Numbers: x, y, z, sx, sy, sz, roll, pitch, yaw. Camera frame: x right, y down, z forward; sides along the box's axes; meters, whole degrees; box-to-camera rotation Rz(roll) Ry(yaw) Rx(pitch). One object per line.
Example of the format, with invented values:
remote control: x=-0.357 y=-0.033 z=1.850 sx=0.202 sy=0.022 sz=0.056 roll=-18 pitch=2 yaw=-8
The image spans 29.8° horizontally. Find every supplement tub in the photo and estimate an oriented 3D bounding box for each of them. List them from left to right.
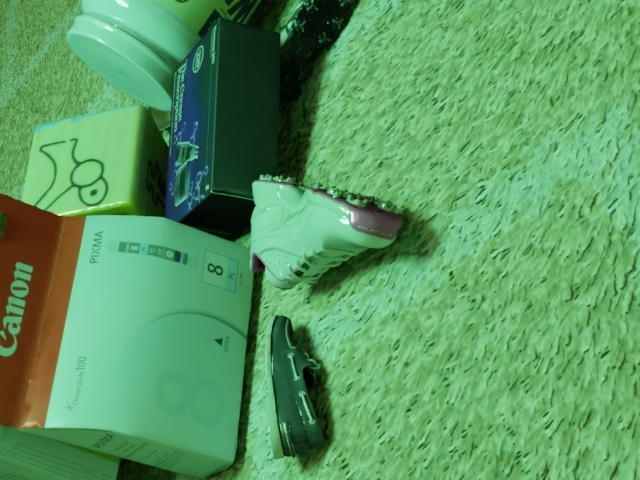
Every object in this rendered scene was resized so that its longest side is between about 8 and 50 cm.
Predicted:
supplement tub: x=-0.224 y=-0.390 z=1.882 sx=0.325 sy=0.235 sz=0.235 roll=-58 pitch=29 yaw=-13

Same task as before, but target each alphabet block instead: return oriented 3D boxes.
alphabet block: x=-0.323 y=-0.059 z=1.816 sx=0.192 sy=0.193 sz=0.197 roll=-10 pitch=51 yaw=14

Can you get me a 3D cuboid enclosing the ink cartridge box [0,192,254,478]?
ink cartridge box: x=-0.274 y=0.098 z=1.495 sx=0.091 sy=0.385 sz=0.308 roll=-38 pitch=39 yaw=48

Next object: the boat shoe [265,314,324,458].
boat shoe: x=-0.029 y=0.167 z=1.415 sx=0.065 sy=0.075 sz=0.206 roll=-8 pitch=42 yaw=3

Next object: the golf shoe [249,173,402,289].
golf shoe: x=0.000 y=0.000 z=1.446 sx=0.306 sy=0.115 sz=0.140 roll=14 pitch=90 yaw=65

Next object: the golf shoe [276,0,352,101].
golf shoe: x=-0.030 y=-0.299 z=1.726 sx=0.198 sy=0.077 sz=0.094 roll=-54 pitch=32 yaw=14

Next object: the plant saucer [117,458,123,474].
plant saucer: x=-0.360 y=0.256 z=1.807 sx=0.332 sy=0.081 sz=0.333 roll=-2 pitch=66 yaw=57

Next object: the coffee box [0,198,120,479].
coffee box: x=-0.467 y=0.167 z=1.627 sx=0.337 sy=0.338 sz=0.334 roll=-27 pitch=46 yaw=45

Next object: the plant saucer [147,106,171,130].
plant saucer: x=-0.224 y=-0.269 z=2.035 sx=0.198 sy=0.036 sz=0.199 roll=-37 pitch=40 yaw=39

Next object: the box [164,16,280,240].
box: x=-0.138 y=-0.149 z=1.684 sx=0.184 sy=0.103 sz=0.261 roll=-31 pitch=53 yaw=55
